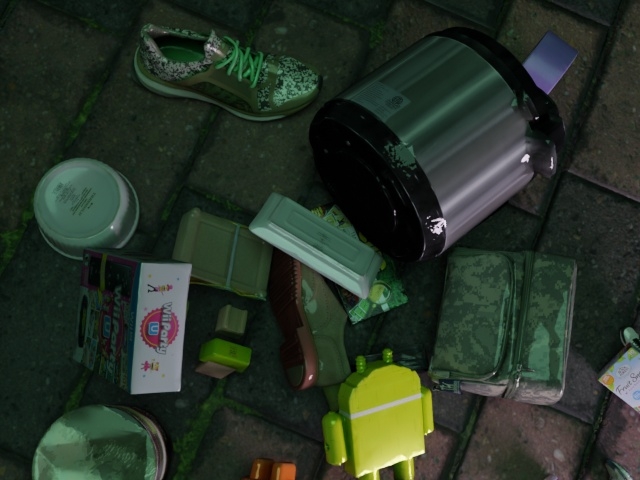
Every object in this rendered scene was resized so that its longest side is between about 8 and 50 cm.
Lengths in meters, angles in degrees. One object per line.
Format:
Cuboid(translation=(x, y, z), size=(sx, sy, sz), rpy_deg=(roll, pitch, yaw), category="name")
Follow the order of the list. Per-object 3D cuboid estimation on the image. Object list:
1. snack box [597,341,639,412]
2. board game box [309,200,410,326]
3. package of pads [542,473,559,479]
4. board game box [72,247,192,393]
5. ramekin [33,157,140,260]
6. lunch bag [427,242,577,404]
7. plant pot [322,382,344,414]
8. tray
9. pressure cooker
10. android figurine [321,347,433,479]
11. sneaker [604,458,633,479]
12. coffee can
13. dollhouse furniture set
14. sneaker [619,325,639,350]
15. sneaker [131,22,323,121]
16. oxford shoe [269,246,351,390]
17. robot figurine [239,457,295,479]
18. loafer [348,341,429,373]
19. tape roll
Cuboid(translation=(0.661, 0.293, 1.602), size=(0.141, 0.037, 0.100), rpy_deg=(39, 109, 4), category="snack box")
Cuboid(translation=(0.075, 0.036, 1.631), size=(0.136, 0.030, 0.259), rpy_deg=(-22, 81, -12), category="board game box")
Cuboid(translation=(0.452, 0.514, 1.561), size=(0.083, 0.032, 0.050), rpy_deg=(-33, 86, -11), category="package of pads")
Cuboid(translation=(-0.348, 0.134, 1.410), size=(0.098, 0.303, 0.223), rpy_deg=(4, 91, -36), category="board game box")
Cuboid(translation=(-0.474, -0.068, 1.561), size=(0.207, 0.109, 0.207), rpy_deg=(1, 78, -5), category="ramekin")
Cuboid(translation=(0.359, 0.169, 1.546), size=(0.256, 0.212, 0.304), rpy_deg=(8, 76, 13), category="lunch bag")
Cuboid(translation=(0.038, 0.297, 1.552), size=(0.083, 0.083, 0.079), rpy_deg=(-28, 69, -10), category="plant pot")
Cuboid(translation=(0.000, 0.000, 1.554), size=(0.270, 0.030, 0.145), rpy_deg=(31, 41, -2), category="tray")
Cuboid(translation=(0.239, -0.202, 1.509), size=(0.420, 0.375, 0.369), rpy_deg=(-38, 90, -17), category="pressure cooker")
Cuboid(translation=(0.117, 0.347, 1.501), size=(0.248, 0.056, 0.272), rpy_deg=(-12, 100, -28), category="android figurine")
Cuboid(translation=(0.607, 0.510, 1.567), size=(0.058, 0.052, 0.135), rpy_deg=(-27, 81, -6), category="sneaker")
Cuboid(translation=(-0.376, 0.394, 1.386), size=(0.202, 0.275, 0.201), rpy_deg=(1, 78, -5), category="coffee can")
Cuboid(translation=(-0.227, 0.109, 1.570), size=(0.198, 0.151, 0.301), rpy_deg=(21, 58, -21), category="dollhouse furniture set")
Cuboid(translation=(0.674, 0.227, 1.637), size=(0.040, 0.043, 0.109), rpy_deg=(-29, 81, -9), category="sneaker")
Cuboid(translation=(-0.196, -0.360, 1.611), size=(0.411, 0.182, 0.157), rpy_deg=(8, 77, -4), category="sneaker")
Cuboid(translation=(-0.019, 0.130, 1.563), size=(0.130, 0.123, 0.348), rpy_deg=(4, 66, -27), category="oxford shoe")
Cuboid(translation=(-0.104, 0.525, 1.461), size=(0.158, 0.128, 0.219), rpy_deg=(11, 76, -14), category="robot figurine")
Cuboid(translation=(0.136, 0.239, 1.581), size=(0.170, 0.062, 0.061), rpy_deg=(2, 66, -13), category="loafer")
Cuboid(translation=(0.459, -0.350, 1.666), size=(0.080, 0.189, 0.189), rpy_deg=(38, 77, 2), category="tape roll")
